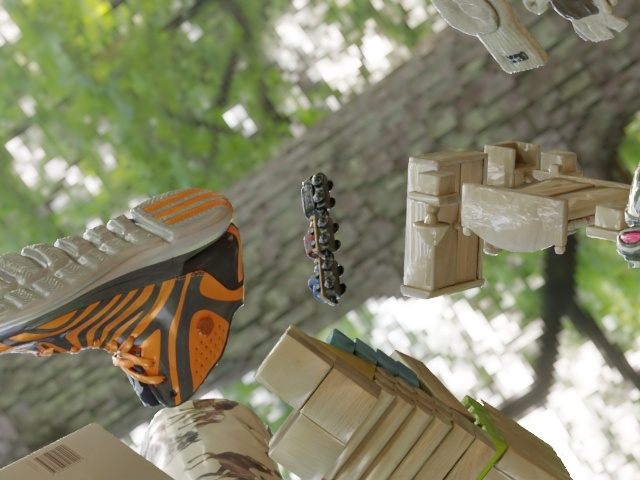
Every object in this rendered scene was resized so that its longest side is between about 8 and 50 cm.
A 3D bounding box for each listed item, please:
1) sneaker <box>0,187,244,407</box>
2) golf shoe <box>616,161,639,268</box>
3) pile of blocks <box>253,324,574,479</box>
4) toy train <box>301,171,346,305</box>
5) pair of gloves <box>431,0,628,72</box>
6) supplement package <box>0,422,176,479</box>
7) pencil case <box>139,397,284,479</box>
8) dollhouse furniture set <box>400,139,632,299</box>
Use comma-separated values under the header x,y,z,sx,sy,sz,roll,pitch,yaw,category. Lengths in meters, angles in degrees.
x,y,z,sx,sy,sz,roll,pitch,yaw,category
-0.202,0.088,1.722,0.124,0.321,0.180,35,141,55,sneaker
0.359,-0.025,1.484,0.105,0.272,0.120,9,-92,-53,golf shoe
0.054,0.163,1.488,0.362,0.113,0.149,29,-168,-41,pile of blocks
0.000,0.000,1.908,0.027,0.036,0.158,36,-143,-44,toy train
0.228,-0.288,2.171,0.204,0.042,0.240,38,154,-20,pair of gloves
-0.230,0.325,1.801,0.134,0.244,0.139,31,-144,31,supplement package
-0.087,0.319,2.049,0.183,0.160,0.410,39,-173,-21,pencil case
0.281,0.002,2.244,0.303,0.355,0.174,-13,-71,-48,dollhouse furniture set
